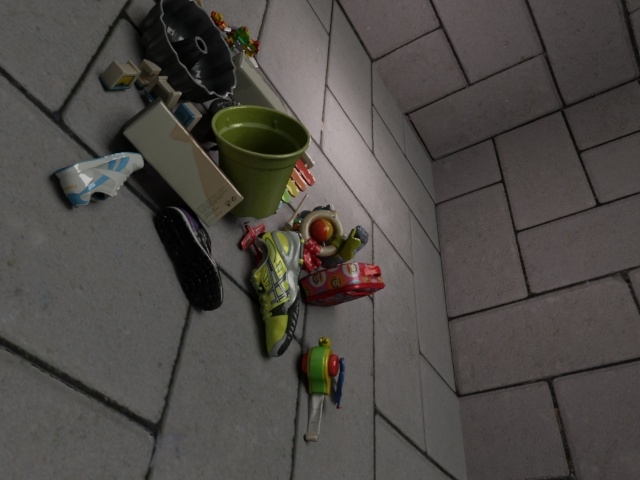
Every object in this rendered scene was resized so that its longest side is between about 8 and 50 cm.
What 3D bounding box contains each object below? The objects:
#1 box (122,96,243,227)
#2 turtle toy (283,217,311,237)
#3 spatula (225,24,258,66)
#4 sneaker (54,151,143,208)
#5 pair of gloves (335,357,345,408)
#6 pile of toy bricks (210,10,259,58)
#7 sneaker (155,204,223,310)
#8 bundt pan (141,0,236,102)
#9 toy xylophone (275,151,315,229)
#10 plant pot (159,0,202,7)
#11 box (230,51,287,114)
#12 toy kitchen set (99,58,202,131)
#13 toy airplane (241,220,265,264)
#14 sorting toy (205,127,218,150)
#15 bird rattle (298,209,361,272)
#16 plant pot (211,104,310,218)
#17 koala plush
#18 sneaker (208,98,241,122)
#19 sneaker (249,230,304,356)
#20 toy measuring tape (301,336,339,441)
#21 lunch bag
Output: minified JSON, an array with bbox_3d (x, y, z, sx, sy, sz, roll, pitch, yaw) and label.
[{"bbox_3d":[-0.345,-0.197,1.430,0.311,0.121,0.148,51,-2,-26],"label":"box"},{"bbox_3d":[-0.072,-0.024,2.010,0.130,0.066,0.095,62,26,-17],"label":"turtle toy"},{"bbox_3d":[-0.325,-0.721,2.081,0.242,0.019,0.168,-25,96,-62],"label":"spatula"},{"bbox_3d":[-0.479,-0.139,1.261,0.228,0.087,0.092,-37,112,-57],"label":"sneaker"},{"bbox_3d":[0.064,0.464,1.865,0.198,0.023,0.159,90,6,-83],"label":"pair of gloves"},{"bbox_3d":[-0.292,-0.720,2.006,0.212,0.105,0.118,42,39,-41],"label":"pile of toy bricks"},{"bbox_3d":[-0.305,0.036,1.454,0.283,0.107,0.124,68,19,-4],"label":"sneaker"},{"bbox_3d":[-0.397,-0.550,1.675,0.331,0.124,0.331,45,34,-42],"label":"bundt pan"},{"bbox_3d":[-0.120,-0.191,1.940,0.236,0.081,0.323,46,46,-25],"label":"toy xylophone"},{"bbox_3d":[-0.467,-0.792,1.823,0.236,0.032,0.236,45,34,-42],"label":"plant pot"},{"bbox_3d":[-0.236,-0.516,1.995,0.275,0.113,0.094,48,32,-42],"label":"box"},{"bbox_3d":[-0.450,-0.350,1.471,0.207,0.122,0.166,48,26,1],"label":"toy kitchen set"},{"bbox_3d":[-0.202,0.009,1.765,0.151,0.028,0.151,34,48,-47],"label":"toy airplane"},{"bbox_3d":[-0.318,-0.299,1.727,0.042,0.061,0.102,-23,53,-36],"label":"sorting toy"},{"bbox_3d":[0.000,0.000,1.951,0.143,0.253,0.207,126,-49,-75],"label":"bird rattle"},{"bbox_3d":[-0.188,-0.212,1.640,0.276,0.276,0.254,-74,180,-52],"label":"plant pot"},{"bbox_3d":[0.032,-0.034,2.095,0.203,0.196,0.221,-48,121,-40],"label":"koala plush"},{"bbox_3d":[-0.293,-0.377,1.746,0.109,0.130,0.286,-66,170,3],"label":"sneaker"},{"bbox_3d":[-0.142,0.154,1.694,0.147,0.145,0.385,9,68,-16],"label":"sneaker"},{"bbox_3d":[-0.010,0.438,1.740,0.121,0.121,0.330,48,40,-39],"label":"toy measuring tape"},{"bbox_3d":[0.099,0.145,2.002,0.293,0.258,0.120,9,63,-62],"label":"lunch bag"}]
